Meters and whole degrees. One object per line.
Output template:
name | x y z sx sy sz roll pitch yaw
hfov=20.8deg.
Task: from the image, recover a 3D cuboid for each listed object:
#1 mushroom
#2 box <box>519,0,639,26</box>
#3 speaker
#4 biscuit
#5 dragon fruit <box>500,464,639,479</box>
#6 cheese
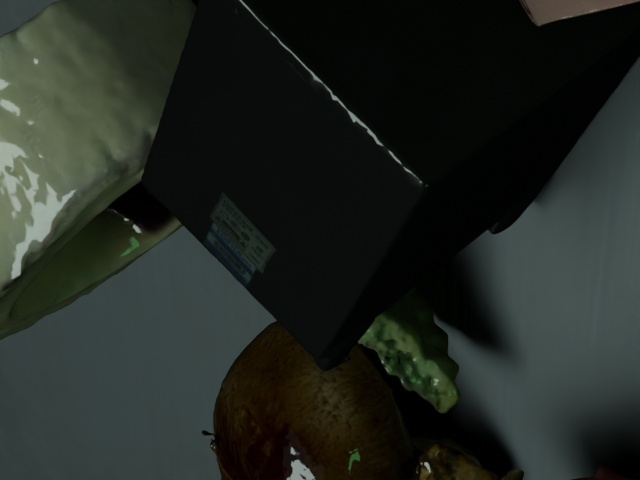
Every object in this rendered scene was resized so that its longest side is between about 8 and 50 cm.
mushroom | 0.014 0.205 1.424 0.278 0.163 0.297 1 116 56
box | 0.178 -0.168 0.898 0.156 0.111 0.060 -3 120 57
speaker | 0.043 -0.088 1.047 0.184 0.232 0.254 47 150 11
biscuit | 0.000 0.000 1.259 0.273 0.036 0.187 36 -157 -36
dragon fruit | 0.184 0.265 1.115 0.305 0.305 0.226 50 142 14
cheese | -0.187 -0.068 1.366 0.153 0.292 0.332 56 138 5
